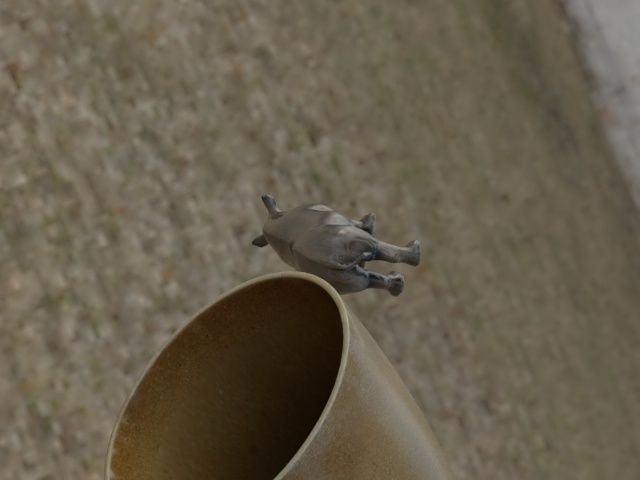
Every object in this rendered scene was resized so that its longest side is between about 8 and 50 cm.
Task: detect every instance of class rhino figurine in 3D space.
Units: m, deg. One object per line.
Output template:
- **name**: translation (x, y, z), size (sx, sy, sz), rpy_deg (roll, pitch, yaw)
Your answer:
- **rhino figurine**: translation (0.000, 0.000, 1.899), size (0.243, 0.106, 0.073), rpy_deg (-150, -114, -63)

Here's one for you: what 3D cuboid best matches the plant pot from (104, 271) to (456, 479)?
- **plant pot**: translation (0.002, 0.192, 1.512), size (0.254, 0.237, 0.237), rpy_deg (44, 25, -34)
